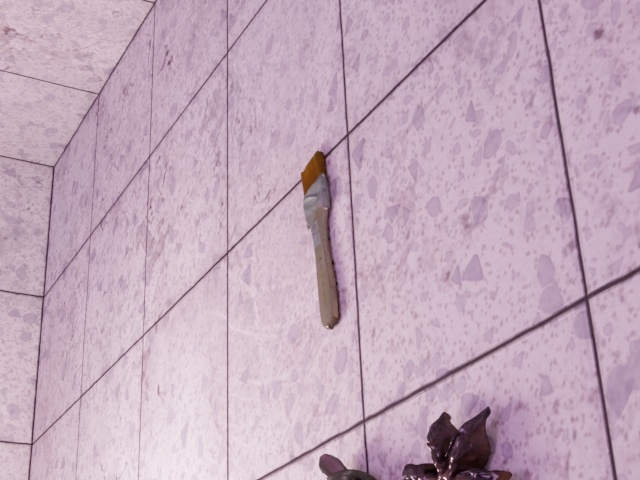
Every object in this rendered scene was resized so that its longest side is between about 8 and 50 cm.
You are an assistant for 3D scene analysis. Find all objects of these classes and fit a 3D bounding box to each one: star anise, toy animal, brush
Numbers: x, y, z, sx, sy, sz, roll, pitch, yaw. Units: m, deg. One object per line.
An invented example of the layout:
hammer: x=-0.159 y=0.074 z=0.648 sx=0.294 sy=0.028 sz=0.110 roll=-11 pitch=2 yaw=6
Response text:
star anise: x=0.161 y=0.290 z=1.358 sx=0.208 sy=0.063 sz=0.171 roll=-20 pitch=61 yaw=61
toy animal: x=0.037 y=0.375 z=1.527 sx=0.108 sy=0.138 sz=0.236 roll=-25 pitch=37 yaw=23
brush: x=0.000 y=0.000 z=1.848 sx=0.085 sy=0.020 sz=0.336 roll=-49 pitch=38 yaw=45
